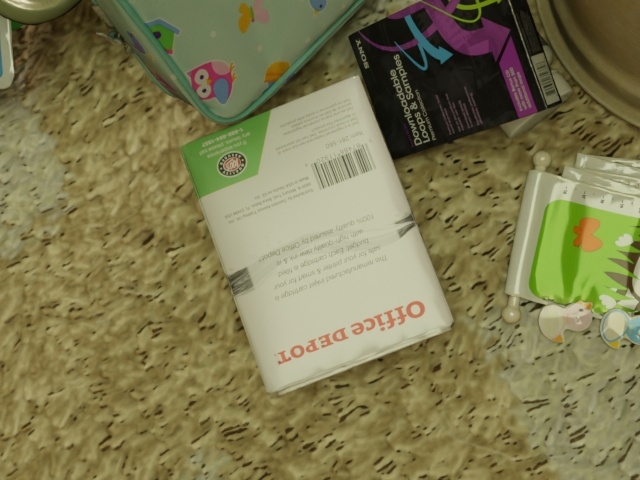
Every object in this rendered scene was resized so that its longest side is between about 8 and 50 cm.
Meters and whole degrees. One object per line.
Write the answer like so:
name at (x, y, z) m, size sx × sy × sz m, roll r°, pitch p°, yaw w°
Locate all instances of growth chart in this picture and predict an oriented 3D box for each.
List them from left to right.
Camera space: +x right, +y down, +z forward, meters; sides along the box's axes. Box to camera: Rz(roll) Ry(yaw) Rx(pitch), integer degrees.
growth chart at (0.274, 0.005, 0.846) m, size 0.237 × 0.021 × 0.172 m, roll 3°, pitch 84°, yaw 8°

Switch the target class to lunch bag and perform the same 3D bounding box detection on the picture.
lunch bag at (-0.058, -0.240, 0.809) m, size 0.279 × 0.224 × 0.108 m, roll -45°, pitch 46°, yaw -10°

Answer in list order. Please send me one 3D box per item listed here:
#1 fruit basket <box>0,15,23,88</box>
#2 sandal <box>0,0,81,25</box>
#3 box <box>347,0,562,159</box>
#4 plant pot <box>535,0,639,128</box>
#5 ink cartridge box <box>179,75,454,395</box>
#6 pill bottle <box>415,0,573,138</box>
fruit basket at (-0.431, -0.281, 0.901) m, size 0.352 × 0.165 × 0.327 m, roll -2°, pitch 83°, yaw 10°
sandal at (-0.170, -0.307, 0.807) m, size 0.120 × 0.086 × 0.303 m, roll 28°, pitch 81°, yaw -9°
box at (0.104, -0.140, 0.821) m, size 0.162 × 0.029 × 0.116 m, roll -16°, pitch 96°, yaw 46°
plant pot at (0.288, -0.243, 0.692) m, size 0.333 × 0.305 × 0.334 m, roll 0°, pitch 89°, yaw 21°
ink cartridge box at (0.000, 0.000, 0.844) m, size 0.160 × 0.092 × 0.220 m, roll -21°, pitch 81°, yaw 5°
pill bottle at (0.144, -0.158, 0.853) m, size 0.078 × 0.078 × 0.137 m, roll -36°, pitch 80°, yaw 2°
